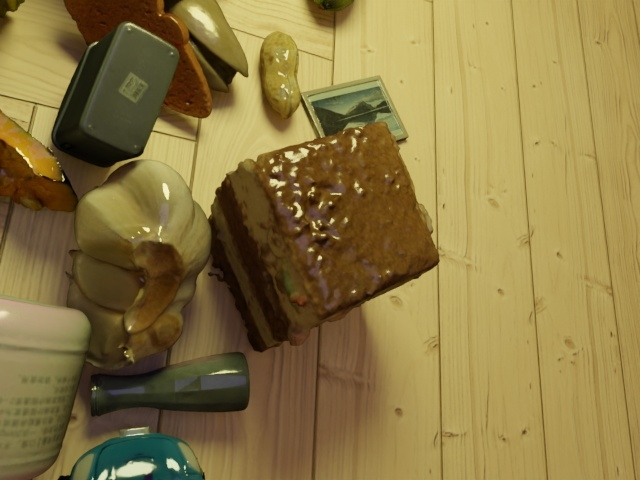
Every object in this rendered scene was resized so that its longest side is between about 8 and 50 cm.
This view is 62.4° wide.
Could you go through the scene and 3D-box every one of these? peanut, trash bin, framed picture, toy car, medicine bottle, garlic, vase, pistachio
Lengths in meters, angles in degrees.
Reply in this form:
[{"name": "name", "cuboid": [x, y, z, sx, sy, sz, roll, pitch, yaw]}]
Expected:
[{"name": "peanut", "cuboid": [-0.072, -0.309, 0.975, 0.080, 0.080, 0.175, 0, 74, -25]}, {"name": "trash bin", "cuboid": [-0.295, -0.197, 0.747, 0.101, 0.236, 0.177, 25, 83, -33]}, {"name": "framed picture", "cuboid": [0.071, -0.248, 1.060, 0.203, 0.015, 0.150, -21, 84, -28]}, {"name": "toy car", "cuboid": [-0.229, 0.398, 0.652, 0.198, 0.166, 0.314, 5, 72, -27]}, {"name": "medicine bottle", "cuboid": [-0.408, 0.206, 0.576, 0.241, 0.241, 0.302, 16, 78, -20]}, {"name": "garlic", "cuboid": [-0.254, 0.023, 0.741, 0.184, 0.203, 0.281, -19, 125, -53]}, {"name": "vase", "cuboid": [-0.214, 0.212, 0.760, 0.214, 0.086, 0.086, 0, 75, -20]}, {"name": "pistachio", "cuboid": [-0.213, -0.354, 0.902, 0.136, 0.136, 0.226, -43, 97, -28]}]

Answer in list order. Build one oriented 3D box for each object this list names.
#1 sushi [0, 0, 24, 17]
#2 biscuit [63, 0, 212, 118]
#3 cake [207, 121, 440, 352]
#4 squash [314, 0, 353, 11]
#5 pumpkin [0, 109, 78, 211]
[{"name": "sushi", "cuboid": [-0.511, -0.456, 0.642, 0.240, 0.396, 0.352, -22, 91, -32]}, {"name": "biscuit", "cuboid": [-0.280, -0.304, 0.840, 0.280, 0.183, 0.043, 40, 31, -23]}, {"name": "cake", "cuboid": [0.000, 0.000, 0.805, 0.282, 0.290, 0.256, -22, 86, -32]}, {"name": "squash", "cuboid": [0.041, -0.574, 1.076, 0.132, 0.132, 0.247, 15, 70, -20]}, {"name": "pumpkin", "cuboid": [-0.490, -0.096, 0.686, 0.280, 0.139, 0.190, 41, 60, -6]}]
